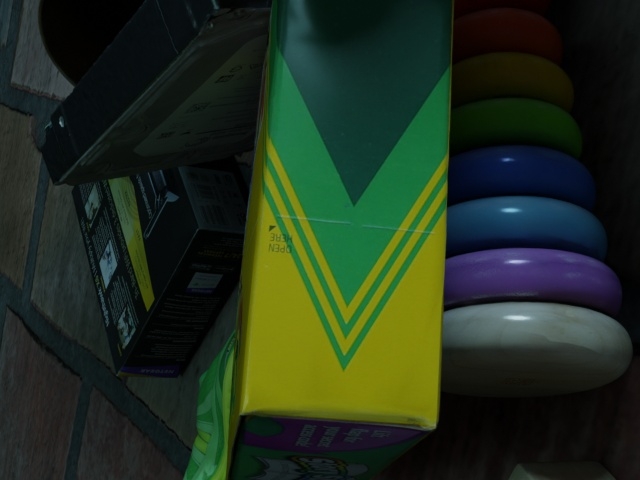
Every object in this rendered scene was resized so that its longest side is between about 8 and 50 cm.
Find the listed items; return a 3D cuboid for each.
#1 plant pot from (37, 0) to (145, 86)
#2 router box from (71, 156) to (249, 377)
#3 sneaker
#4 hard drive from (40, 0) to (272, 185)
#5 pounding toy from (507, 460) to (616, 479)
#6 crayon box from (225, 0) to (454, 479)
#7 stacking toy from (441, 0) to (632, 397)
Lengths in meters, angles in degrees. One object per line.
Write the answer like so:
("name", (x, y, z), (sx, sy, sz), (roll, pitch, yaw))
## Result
("plant pot", (-0.166, -0.284, 1.100), (0.215, 0.215, 0.230), (-48, 26, 42))
("router box", (-0.191, -0.034, 1.186), (0.243, 0.081, 0.308), (-56, 42, 35))
("sneaker", (-0.071, 0.191, 0.968), (0.123, 0.110, 0.295), (-101, 29, -63))
("hard drive", (-0.079, -0.146, 0.890), (0.339, 0.237, 0.064), (-29, 78, 51))
("pounding toy", (0.151, 0.210, 0.599), (0.141, 0.100, 0.130), (50, 126, 48))
("crayon box", (0.000, 0.000, 0.689), (0.363, 0.106, 0.313), (107, 170, -69))
("stacking toy", (0.125, -0.069, 0.683), (0.141, 0.141, 0.330), (-25, 57, 53))
